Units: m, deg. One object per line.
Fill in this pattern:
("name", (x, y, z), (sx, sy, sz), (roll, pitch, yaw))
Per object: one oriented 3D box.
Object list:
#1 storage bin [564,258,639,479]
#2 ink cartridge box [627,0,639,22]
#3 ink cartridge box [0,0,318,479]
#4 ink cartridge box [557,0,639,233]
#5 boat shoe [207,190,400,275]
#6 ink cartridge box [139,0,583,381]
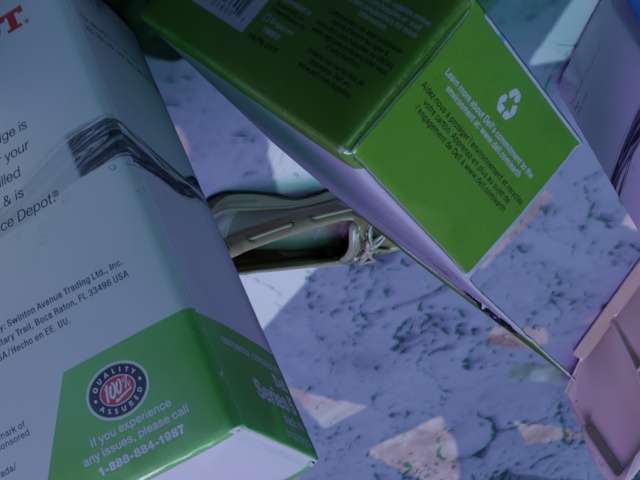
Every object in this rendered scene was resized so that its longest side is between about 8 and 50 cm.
("storage bin", (0.351, 0.073, 1.208), (0.262, 0.123, 0.260), (6, 133, -26))
("ink cartridge box", (0.283, -0.192, 0.831), (0.198, 0.197, 0.270), (-13, 139, -7))
("ink cartridge box", (-0.151, 0.028, 0.843), (0.198, 0.273, 0.115), (-28, 157, 11))
("ink cartridge box", (0.242, -0.054, 0.974), (0.139, 0.191, 0.082), (1, 134, -22))
("boat shoe", (0.000, -0.001, 1.049), (0.153, 0.048, 0.056), (0, 136, -21))
("ink cartridge box", (0.050, -0.054, 0.891), (0.097, 0.189, 0.255), (-51, 136, -2))
